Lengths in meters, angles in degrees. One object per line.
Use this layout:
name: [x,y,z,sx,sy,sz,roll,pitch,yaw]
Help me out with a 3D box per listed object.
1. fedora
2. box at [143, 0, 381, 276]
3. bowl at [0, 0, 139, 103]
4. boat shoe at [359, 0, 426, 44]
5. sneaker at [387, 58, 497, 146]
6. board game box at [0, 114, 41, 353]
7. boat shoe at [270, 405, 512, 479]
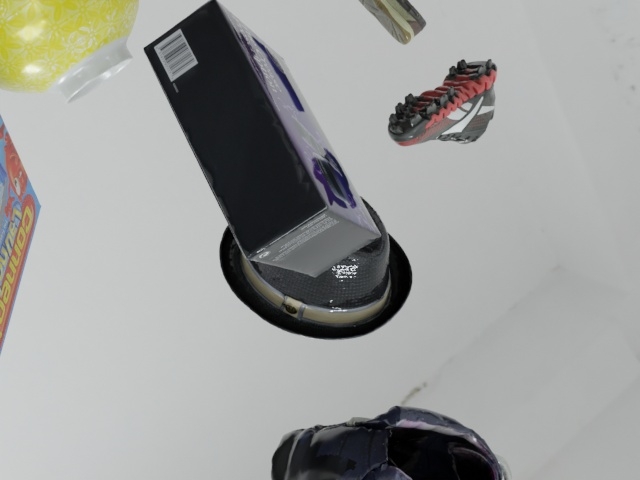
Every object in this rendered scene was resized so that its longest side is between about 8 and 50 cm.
fedora: [0.000,0.000,1.278,0.334,0.152,0.334,5,-132,-6]
box: [-0.058,-0.102,0.841,0.103,0.261,0.184,-31,163,11]
bowl: [-0.348,-0.283,1.060,0.289,0.156,0.289,-34,-168,8]
boat shoe: [0.137,-0.516,1.644,0.073,0.223,0.080,-36,172,-14]
sneaker: [0.224,-0.214,1.361,0.098,0.135,0.276,13,-141,42]
board game box: [-0.446,-0.007,0.925,0.086,0.302,0.308,3,-122,-1]
boat shoe: [0.131,0.254,0.708,0.158,0.341,0.127,-31,-140,45]
